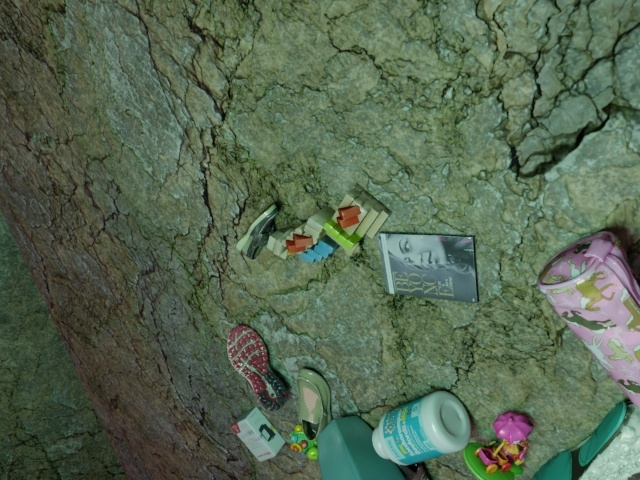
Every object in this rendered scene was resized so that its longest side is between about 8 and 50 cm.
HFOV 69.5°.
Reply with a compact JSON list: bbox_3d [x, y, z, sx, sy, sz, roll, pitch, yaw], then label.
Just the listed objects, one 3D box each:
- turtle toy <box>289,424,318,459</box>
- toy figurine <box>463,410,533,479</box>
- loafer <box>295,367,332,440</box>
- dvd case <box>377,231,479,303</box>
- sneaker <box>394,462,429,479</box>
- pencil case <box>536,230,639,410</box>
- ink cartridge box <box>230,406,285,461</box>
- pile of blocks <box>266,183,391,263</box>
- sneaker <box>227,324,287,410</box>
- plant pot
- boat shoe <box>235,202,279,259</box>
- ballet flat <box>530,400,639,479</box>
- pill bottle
[{"bbox_3d":[-0.056,0.707,1.597,0.130,0.066,0.095,20,125,24],"label":"turtle toy"},{"bbox_3d":[0.453,0.483,1.100,0.159,0.173,0.130,-68,27,22],"label":"toy figurine"},{"bbox_3d":[-0.024,0.526,1.455,0.102,0.092,0.268,2,116,33],"label":"loafer"},{"bbox_3d":[0.244,0.060,1.057,0.221,0.018,0.164,4,117,33],"label":"dvd case"},{"bbox_3d":[0.204,0.707,1.413,0.281,0.106,0.162,-14,99,30],"label":"sneaker"},{"bbox_3d":[0.557,0.167,0.813,0.386,0.160,0.167,49,123,1],"label":"pencil case"},{"bbox_3d":[-0.235,0.725,1.725,0.175,0.072,0.127,50,131,0],"label":"ink cartridge box"},{"bbox_3d":[0.000,0.000,1.126,0.362,0.113,0.149,-26,99,41],"label":"pile of blocks"},{"bbox_3d":[-0.221,0.421,1.521,0.299,0.121,0.112,65,161,-3],"label":"sneaker"},{"bbox_3d":[0.097,0.651,1.353,0.165,0.166,0.234,-57,44,28],"label":"plant pot"},{"bbox_3d":[-0.158,-0.019,1.251,0.073,0.080,0.223,44,137,-2],"label":"boat shoe"},{"bbox_3d":[0.596,0.507,0.987,0.147,0.147,0.408,31,129,16],"label":"ballet flat"},{"bbox_3d":[0.253,0.504,1.218,0.146,0.146,0.264,48,131,2],"label":"pill bottle"}]
